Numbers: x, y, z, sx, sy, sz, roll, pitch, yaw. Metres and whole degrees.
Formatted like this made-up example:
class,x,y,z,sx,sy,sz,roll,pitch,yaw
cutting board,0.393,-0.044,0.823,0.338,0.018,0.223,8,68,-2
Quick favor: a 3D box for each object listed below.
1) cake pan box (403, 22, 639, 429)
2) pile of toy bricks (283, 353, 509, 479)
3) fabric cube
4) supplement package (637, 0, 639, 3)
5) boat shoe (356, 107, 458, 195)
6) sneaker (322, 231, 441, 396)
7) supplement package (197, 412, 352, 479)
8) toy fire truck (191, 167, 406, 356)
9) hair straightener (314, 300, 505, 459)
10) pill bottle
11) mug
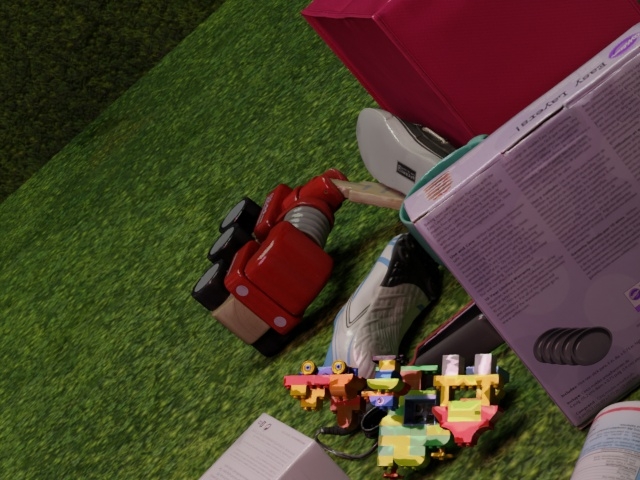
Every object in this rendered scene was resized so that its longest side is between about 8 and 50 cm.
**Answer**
class,x,y,z,sx,sy,sz,roll,pitch,yaw
cake pan box,0.244,-0.014,1.582,0.267,0.246,0.070,-39,20,8
pile of toy bricks,0.077,0.168,1.738,0.212,0.118,0.105,-3,72,25
fabric cube,0.181,-0.260,2.233,0.258,0.254,0.259,-46,20,-8
supplement package,0.397,-0.441,2.331,0.175,0.177,0.293,-28,22,34
boat shoe,0.116,-0.091,2.193,0.070,0.078,0.219,-6,31,-30
sneaker,0.059,0.073,1.984,0.086,0.085,0.237,-19,27,37
supplement package,-0.070,0.294,1.664,0.244,0.139,0.134,-46,19,-11
toy fire truck,0.000,0.000,2.206,0.246,0.158,0.217,-41,16,31
hair straightener,0.086,0.142,1.838,0.230,0.047,0.089,-35,20,17
pill bottle,0.221,0.200,1.397,0.087,0.087,0.160,-23,26,41
mug,0.171,-0.037,1.995,0.158,0.097,0.129,-46,19,-17
